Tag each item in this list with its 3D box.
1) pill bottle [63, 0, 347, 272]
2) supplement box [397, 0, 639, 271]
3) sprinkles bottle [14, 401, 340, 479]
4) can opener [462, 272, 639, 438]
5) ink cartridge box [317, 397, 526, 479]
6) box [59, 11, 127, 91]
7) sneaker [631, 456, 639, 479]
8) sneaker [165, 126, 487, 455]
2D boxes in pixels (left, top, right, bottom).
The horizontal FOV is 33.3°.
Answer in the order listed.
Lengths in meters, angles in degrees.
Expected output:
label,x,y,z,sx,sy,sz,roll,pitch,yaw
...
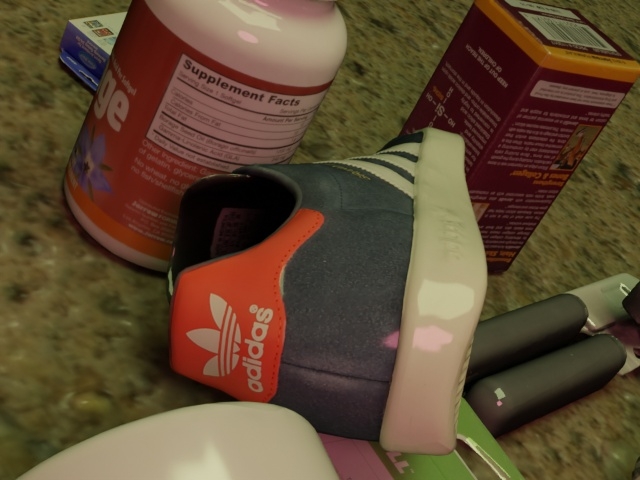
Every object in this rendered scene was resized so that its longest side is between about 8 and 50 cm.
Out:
label,x,y,z,sx,sy,sz,roll,pitch,yaw
pill bottle,-0.060,-0.095,0.616,0.121,0.216,0.121,21,32,-14
supplement box,0.123,-0.071,0.759,0.104,0.188,0.081,1,41,-39
sprinkles bottle,0.007,0.219,0.264,0.121,0.121,0.355,1,51,-39
can opener,0.176,0.059,0.722,0.280,0.093,0.074,-14,53,-43
ink cartridge box,0.011,0.142,0.484,0.209,0.062,0.109,-2,44,-42
box,-0.130,-0.139,0.805,0.081,0.028,0.136,40,31,15
sneaker,0.269,0.176,0.537,0.115,0.105,0.281,49,4,-13
sneaker,0.000,0.000,0.586,0.148,0.131,0.350,9,11,2
